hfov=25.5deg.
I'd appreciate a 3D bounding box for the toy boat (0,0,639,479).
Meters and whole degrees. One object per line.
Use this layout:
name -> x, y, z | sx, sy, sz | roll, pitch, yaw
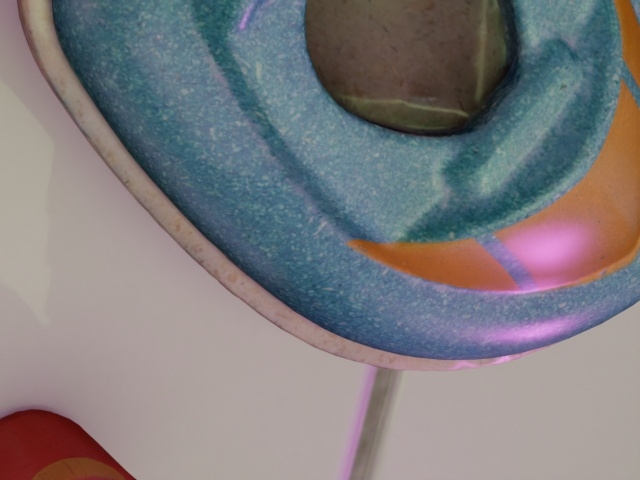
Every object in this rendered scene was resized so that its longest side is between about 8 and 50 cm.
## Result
toy boat -> 0.000, 0.000, 0.450 | 0.267, 0.148, 0.318 | 35, 89, -31
